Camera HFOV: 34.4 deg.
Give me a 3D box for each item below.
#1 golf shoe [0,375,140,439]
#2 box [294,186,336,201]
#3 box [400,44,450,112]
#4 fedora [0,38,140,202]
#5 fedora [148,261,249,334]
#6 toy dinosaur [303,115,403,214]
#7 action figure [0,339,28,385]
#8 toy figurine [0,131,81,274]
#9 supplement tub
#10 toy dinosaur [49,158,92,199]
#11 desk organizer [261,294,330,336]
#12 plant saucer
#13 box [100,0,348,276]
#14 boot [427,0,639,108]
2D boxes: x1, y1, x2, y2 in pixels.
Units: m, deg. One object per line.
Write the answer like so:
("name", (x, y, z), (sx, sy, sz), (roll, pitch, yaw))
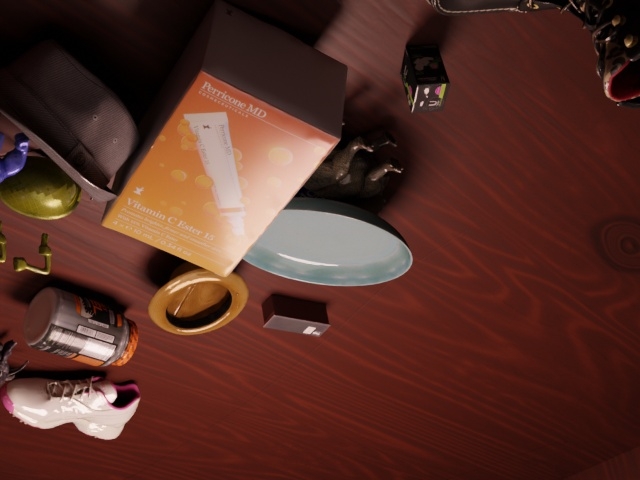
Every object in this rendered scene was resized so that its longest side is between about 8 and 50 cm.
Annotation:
("golf shoe", (-0.509, 0.320, 2.137), (0.140, 0.115, 0.306), (-43, 141, 23))
("box", (-0.043, -0.064, 1.777), (0.136, 0.036, 0.225), (-30, 141, 25))
("box", (0.155, -0.241, 1.541), (0.052, 0.083, 0.062), (-4, 144, -9))
("fedora", (-0.348, -0.179, 1.419), (0.124, 0.244, 0.275), (-44, 125, -5))
("fedora", (-0.229, 0.094, 1.907), (0.194, 0.079, 0.194), (-10, 140, -8))
("toy dinosaur", (0.026, -0.117, 1.651), (0.313, 0.121, 0.160), (19, 129, -39))
("action figure", (-0.681, 0.238, 1.935), (0.276, 0.141, 0.164), (28, 128, -37))
("toy figurine", (-0.483, -0.085, 1.408), (0.362, 0.191, 0.217), (20, 162, -26))
("supplement tub", (-0.441, 0.165, 1.916), (0.117, 0.117, 0.190), (-36, 138, 31))
("toy dinosaur", (-0.400, -0.108, 1.621), (0.183, 0.053, 0.092), (-4, 129, -22))
("desk organizer", (-0.049, 0.149, 2.055), (0.130, 0.050, 0.047), (13, 138, -30))
("plant saucer", (0.000, 0.000, 1.755), (0.317, 0.043, 0.317), (8, 157, 3))
("box", (-0.142, -0.137, 1.497), (0.215, 0.168, 0.345), (24, 133, -19))
("boot", (0.339, -0.303, 1.331), (0.377, 0.284, 0.138), (-11, 144, -2))
